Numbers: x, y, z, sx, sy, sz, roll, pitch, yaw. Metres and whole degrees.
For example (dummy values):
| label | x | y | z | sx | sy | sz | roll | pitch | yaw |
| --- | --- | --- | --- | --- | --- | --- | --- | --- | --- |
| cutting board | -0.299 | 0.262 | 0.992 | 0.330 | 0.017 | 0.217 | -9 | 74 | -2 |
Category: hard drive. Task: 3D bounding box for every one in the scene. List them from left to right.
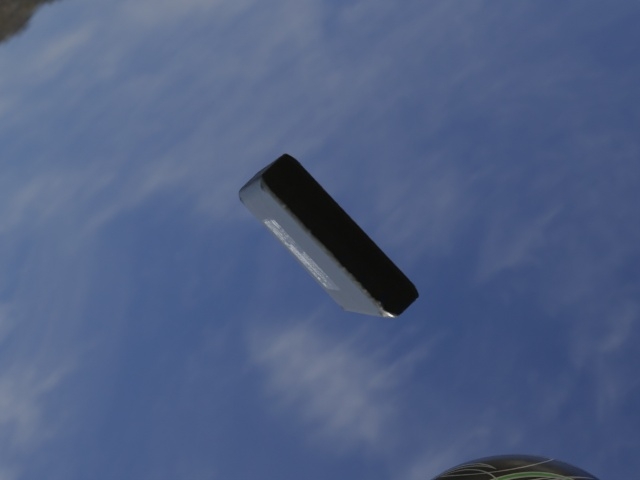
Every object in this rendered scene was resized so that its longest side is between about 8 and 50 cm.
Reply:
| label | x | y | z | sx | sy | sz | roll | pitch | yaw |
| --- | --- | --- | --- | --- | --- | --- | --- | --- | --- |
| hard drive | 0.000 | 0.000 | 0.741 | 0.022 | 0.094 | 0.135 | -44 | -175 | -6 |

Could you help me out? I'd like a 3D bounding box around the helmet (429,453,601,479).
| label | x | y | z | sx | sy | sz | roll | pitch | yaw |
| --- | --- | --- | --- | --- | --- | --- | --- | --- | --- |
| helmet | 0.120 | 0.215 | 0.904 | 0.169 | 0.169 | 0.162 | -85 | -178 | -54 |
